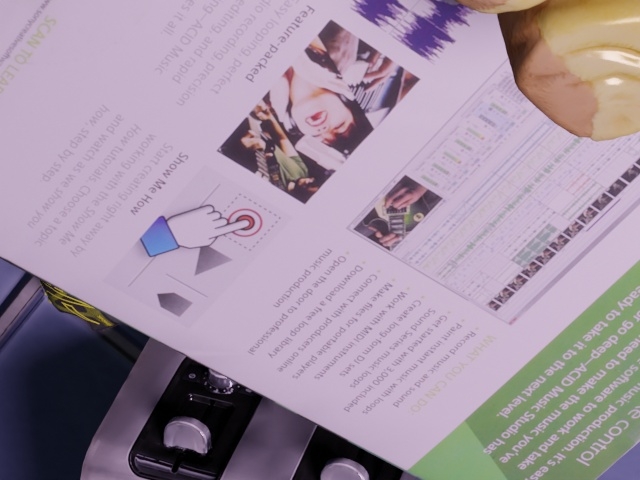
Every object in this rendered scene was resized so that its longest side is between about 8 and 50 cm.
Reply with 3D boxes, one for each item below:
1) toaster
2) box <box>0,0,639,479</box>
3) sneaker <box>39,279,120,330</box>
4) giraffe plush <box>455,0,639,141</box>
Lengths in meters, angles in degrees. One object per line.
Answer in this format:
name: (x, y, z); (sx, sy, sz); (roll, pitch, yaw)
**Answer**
toaster: (-0.021, 0.149, 0.808); (0.168, 0.110, 0.186); (13, 127, 15)
box: (0.032, -0.036, 0.603); (0.322, 0.058, 0.232); (32, 119, -24)
sneaker: (-0.127, 0.016, 0.811); (0.083, 0.031, 0.035); (37, 129, -4)
giraffe plush: (0.126, -0.150, 0.468); (0.210, 0.170, 0.181); (-1, 142, 0)
